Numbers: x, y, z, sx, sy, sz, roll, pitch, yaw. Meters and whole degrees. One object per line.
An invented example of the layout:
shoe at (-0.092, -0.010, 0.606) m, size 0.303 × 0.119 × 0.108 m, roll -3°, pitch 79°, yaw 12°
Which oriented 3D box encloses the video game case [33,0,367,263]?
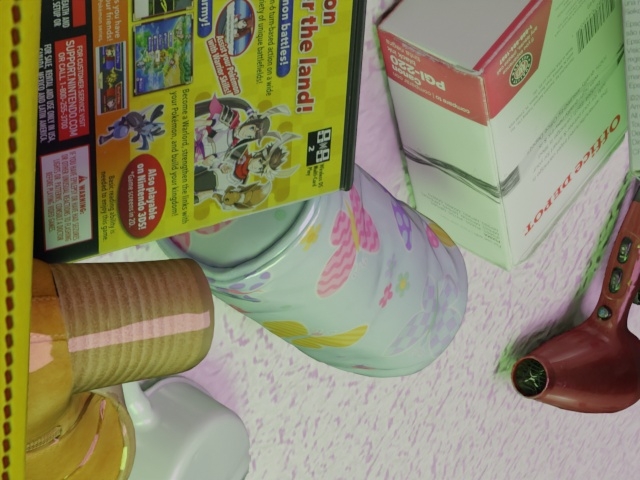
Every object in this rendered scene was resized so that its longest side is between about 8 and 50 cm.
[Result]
video game case at (-0.093, -0.110, 0.896) m, size 0.248 × 0.035 × 0.275 m, roll -15°, pitch 132°, yaw -22°

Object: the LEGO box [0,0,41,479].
LEGO box at (-0.258, 0.009, 0.463) m, size 0.193 × 0.372 × 0.500 m, roll -27°, pitch 137°, yaw -40°

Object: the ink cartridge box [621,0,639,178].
ink cartridge box at (0.234, -0.198, 1.279) m, size 0.324 × 0.071 × 0.330 m, roll 7°, pitch 80°, yaw -77°

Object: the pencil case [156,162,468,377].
pencil case at (0.000, 0.000, 1.167) m, size 0.273 × 0.113 × 0.124 m, roll 34°, pitch 63°, yaw -62°

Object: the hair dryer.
hair dryer at (0.253, 0.049, 1.705) m, size 0.293 × 0.080 × 0.224 m, roll -48°, pitch 134°, yaw -34°

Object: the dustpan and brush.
dustpan and brush at (-0.102, 0.123, 1.185) m, size 0.147 × 0.060 × 0.211 m, roll -55°, pitch 160°, yaw -34°

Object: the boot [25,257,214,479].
boot at (-0.191, 0.080, 0.943) m, size 0.211 × 0.104 × 0.295 m, roll -7°, pitch 161°, yaw -25°

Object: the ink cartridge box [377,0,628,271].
ink cartridge box at (0.131, -0.108, 1.308) m, size 0.158 × 0.092 × 0.218 m, roll -49°, pitch 148°, yaw -22°
